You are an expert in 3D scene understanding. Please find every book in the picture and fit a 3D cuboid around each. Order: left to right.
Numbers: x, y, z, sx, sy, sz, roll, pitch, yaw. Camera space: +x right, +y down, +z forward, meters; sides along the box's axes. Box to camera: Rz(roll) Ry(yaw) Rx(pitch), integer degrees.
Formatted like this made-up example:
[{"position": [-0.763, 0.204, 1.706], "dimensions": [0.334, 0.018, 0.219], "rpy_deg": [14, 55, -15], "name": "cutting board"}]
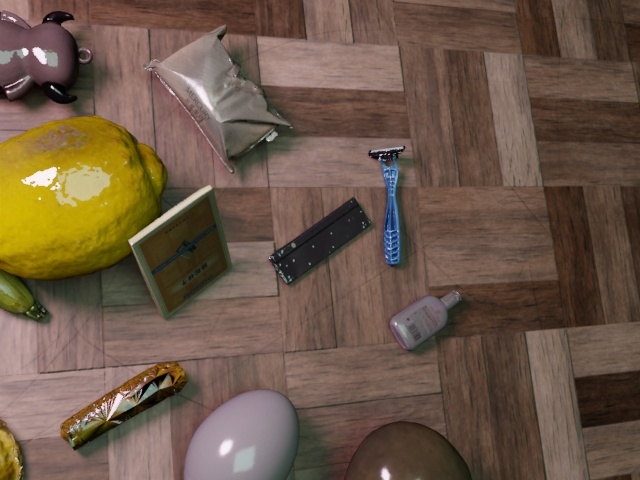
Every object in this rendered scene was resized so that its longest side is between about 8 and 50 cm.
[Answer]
[{"position": [-0.238, 0.026, 1.241], "dimensions": [0.170, 0.241, 0.018], "rpy_deg": [-39, 61, -22], "name": "book"}]

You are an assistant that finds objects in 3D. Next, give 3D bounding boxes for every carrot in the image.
[{"position": [-0.343, 0.285, 1.230], "dimensions": [0.229, 0.069, 0.068], "rpy_deg": [-29, 89, -21], "name": "carrot"}]

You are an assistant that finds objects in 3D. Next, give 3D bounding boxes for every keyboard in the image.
[{"position": [0.000, 0.000, 1.435], "dimensions": [0.231, 0.023, 0.072], "rpy_deg": [-36, 99, -22], "name": "keyboard"}]

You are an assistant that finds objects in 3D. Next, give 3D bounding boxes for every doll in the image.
[{"position": [-0.543, -0.326, 1.263], "dimensions": [0.258, 0.117, 0.181], "rpy_deg": [-4, 82, -20], "name": "doll"}]

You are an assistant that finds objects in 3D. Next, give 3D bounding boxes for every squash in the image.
[{"position": [-0.572, 0.049, 1.199], "dimensions": [0.252, 0.066, 0.066], "rpy_deg": [47, 68, -5], "name": "squash"}]

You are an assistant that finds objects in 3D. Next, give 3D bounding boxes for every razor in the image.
[{"position": [0.150, -0.073, 1.492], "dimensions": [0.082, 0.042, 0.253], "rpy_deg": [-7, 78, 22], "name": "razor"}]

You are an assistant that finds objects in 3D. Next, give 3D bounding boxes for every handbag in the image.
[{"position": [-0.190, -0.285, 1.379], "dimensions": [0.183, 0.117, 0.270], "rpy_deg": [-38, 93, -9], "name": "handbag"}]

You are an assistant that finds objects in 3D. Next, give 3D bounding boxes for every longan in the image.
[{"position": [0.163, 0.453, 1.289], "dimensions": [0.246, 0.215, 0.245], "rpy_deg": [0, 84, -2], "name": "longan"}]

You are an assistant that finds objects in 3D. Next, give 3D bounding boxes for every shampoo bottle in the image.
[{"position": [0.224, 0.157, 1.468], "dimensions": [0.165, 0.040, 0.079], "rpy_deg": [-31, 89, -23], "name": "shampoo bottle"}]

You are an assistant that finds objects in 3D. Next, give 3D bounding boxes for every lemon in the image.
[{"position": [-0.421, -0.063, 1.174], "dimensions": [0.316, 0.285, 0.285], "rpy_deg": [-42, 95, 13], "name": "lemon"}]

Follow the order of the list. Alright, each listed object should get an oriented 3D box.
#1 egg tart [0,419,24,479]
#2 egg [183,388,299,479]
[{"position": [-0.612, 0.380, 1.087], "dimensions": [0.297, 0.132, 0.296], "rpy_deg": [3, 82, -23], "name": "egg tart"}, {"position": [-0.131, 0.363, 1.226], "dimensions": [0.176, 0.176, 0.231], "rpy_deg": [39, 65, -8], "name": "egg"}]
